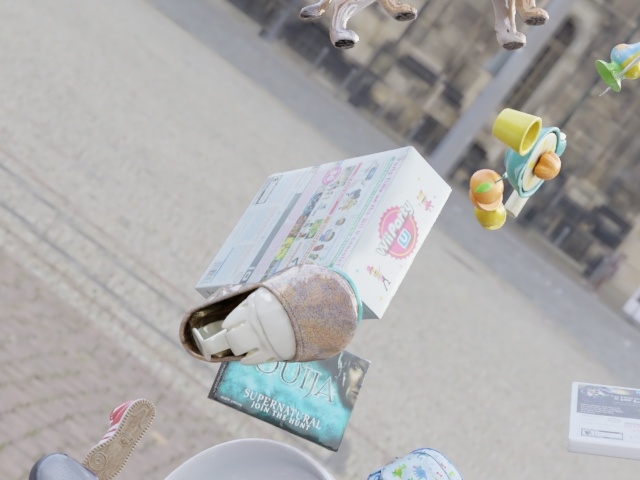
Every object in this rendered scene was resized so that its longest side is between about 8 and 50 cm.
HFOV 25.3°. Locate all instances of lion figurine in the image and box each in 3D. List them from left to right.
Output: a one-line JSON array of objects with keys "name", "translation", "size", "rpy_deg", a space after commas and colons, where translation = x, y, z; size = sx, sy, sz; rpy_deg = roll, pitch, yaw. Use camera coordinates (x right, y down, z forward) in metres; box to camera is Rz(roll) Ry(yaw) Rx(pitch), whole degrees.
[{"name": "lion figurine", "translation": [0.166, -0.370, 1.815], "size": [0.392, 0.240, 0.142], "rpy_deg": [2, -18, -10]}]

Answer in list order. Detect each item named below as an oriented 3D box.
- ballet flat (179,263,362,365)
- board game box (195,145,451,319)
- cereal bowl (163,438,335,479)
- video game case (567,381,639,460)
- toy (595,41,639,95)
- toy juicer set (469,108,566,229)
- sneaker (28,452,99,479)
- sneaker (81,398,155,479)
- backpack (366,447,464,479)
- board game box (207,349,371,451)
[{"name": "ballet flat", "translation": [-0.066, 0.095, 1.529], "size": [0.316, 0.106, 0.107], "rpy_deg": [-19, -86, 62]}, {"name": "board game box", "translation": [0.000, 0.000, 1.921], "size": [0.097, 0.224, 0.303], "rpy_deg": [46, -30, -26]}, {"name": "cereal bowl", "translation": [-0.085, 0.436, 1.830], "size": [0.339, 0.339, 0.141], "rpy_deg": [42, -5, 40]}, {"name": "video game case", "translation": [0.396, 0.223, 1.722], "size": [0.190, 0.022, 0.173], "rpy_deg": [5, 19, 10]}, {"name": "toy", "translation": [0.395, -0.257, 1.555], "size": [0.056, 0.237, 0.137], "rpy_deg": [49, -3, 5]}, {"name": "toy juicer set", "translation": [0.356, -0.104, 2.468], "size": [0.089, 0.209, 0.329], "rpy_deg": [29, 8, 24]}, {"name": "sneaker", "translation": [-0.196, 0.298, 1.401], "size": [0.083, 0.098, 0.223], "rpy_deg": [-40, 101, -41]}, {"name": "sneaker", "translation": [-0.233, 0.228, 1.609], "size": [0.042, 0.118, 0.067], "rpy_deg": [42, -13, -11]}, {"name": "backpack", "translation": [0.124, 0.317, 1.804], "size": [0.105, 0.114, 0.084], "rpy_deg": [52, -31, 20]}, {"name": "board game box", "translation": [-0.037, 0.173, 1.783], "size": [0.186, 0.126, 0.026], "rpy_deg": [26, -12, -25]}]
